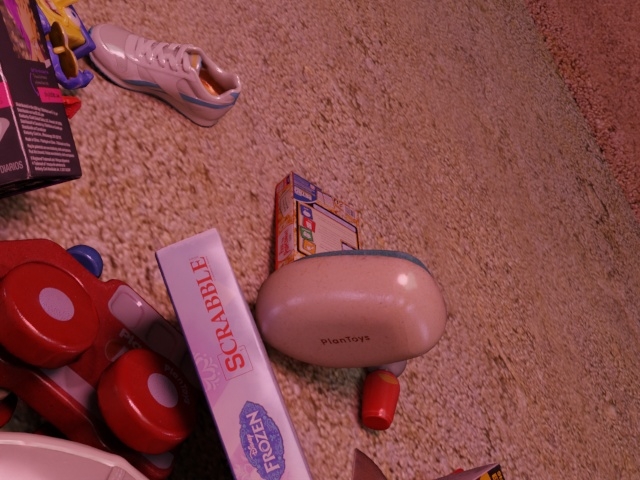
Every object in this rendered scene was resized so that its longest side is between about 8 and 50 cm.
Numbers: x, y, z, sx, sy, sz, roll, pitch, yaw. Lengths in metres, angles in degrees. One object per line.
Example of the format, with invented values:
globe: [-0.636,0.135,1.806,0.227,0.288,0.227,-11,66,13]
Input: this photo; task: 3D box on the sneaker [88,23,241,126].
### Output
sneaker: [-0.223,-0.254,0.996,0.228,0.092,0.088,23,54,-32]

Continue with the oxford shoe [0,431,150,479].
oxford shoe: [-0.161,0.296,0.571,0.449,0.130,0.169,40,79,-25]

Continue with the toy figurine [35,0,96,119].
toy figurine: [-0.395,-0.289,0.855,0.363,0.191,0.217,59,13,-3]

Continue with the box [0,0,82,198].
box: [-0.365,-0.172,0.671,0.143,0.165,0.271,-90,166,-86]

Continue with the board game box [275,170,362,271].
board game box: [0.000,0.000,1.069,0.146,0.045,0.194,29,38,-29]

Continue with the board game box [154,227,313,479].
board game box: [-0.072,0.178,0.741,0.065,0.318,0.319,-21,77,-7]

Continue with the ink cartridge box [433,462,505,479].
ink cartridge box: [0.232,0.492,0.961,0.271,0.130,0.310,-8,72,-48]

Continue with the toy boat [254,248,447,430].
toy boat: [0.055,0.125,0.971,0.148,0.267,0.318,-74,152,-43]

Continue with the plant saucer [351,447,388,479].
plant saucer: [0.043,0.386,0.738,0.050,0.311,0.311,5,54,4]

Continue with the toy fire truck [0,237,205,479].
toy fire truck: [-0.249,0.115,0.721,0.302,0.169,0.254,45,18,-14]
